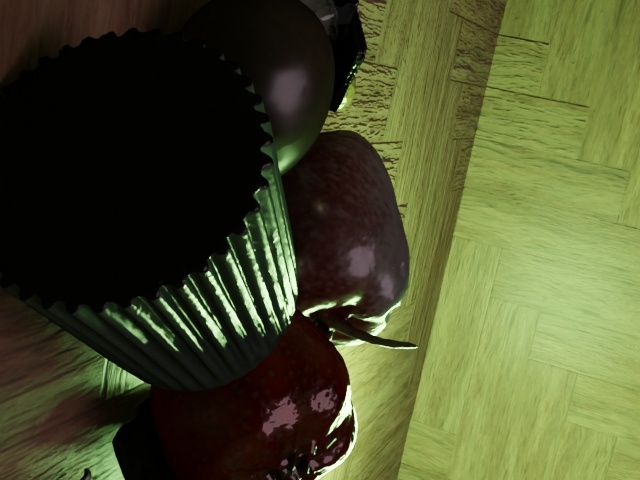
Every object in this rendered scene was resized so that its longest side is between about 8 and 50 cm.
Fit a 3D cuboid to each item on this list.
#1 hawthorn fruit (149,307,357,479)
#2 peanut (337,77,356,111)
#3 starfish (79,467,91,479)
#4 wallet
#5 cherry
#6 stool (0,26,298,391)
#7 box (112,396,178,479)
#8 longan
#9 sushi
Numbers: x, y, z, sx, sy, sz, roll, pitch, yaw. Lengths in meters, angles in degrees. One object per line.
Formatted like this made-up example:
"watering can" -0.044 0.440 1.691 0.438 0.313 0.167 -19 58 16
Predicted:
"hawthorn fruit" -0.108 0.190 1.233 0.287 0.330 0.287 -21 140 -18
"peanut" 0.013 -0.273 1.543 0.193 0.089 0.089 34 73 -69
"starfish" -0.331 0.392 1.122 0.208 0.053 0.176 -43 133 -59
"wallet" 0.023 -0.320 1.389 0.124 0.025 0.244 119 -31 -45
"cherry" 0.005 0.008 1.424 0.335 0.291 0.326 -73 149 -51
"stool" -0.167 -0.002 0.960 0.330 0.297 0.297 75 35 -63
"box" -0.147 0.397 1.336 0.359 0.091 0.350 66 17 12
"longan" -0.083 -0.197 1.133 0.246 0.215 0.246 -50 173 -8
"sushi" -0.061 -0.260 1.328 0.109 0.134 0.273 -26 145 -48
